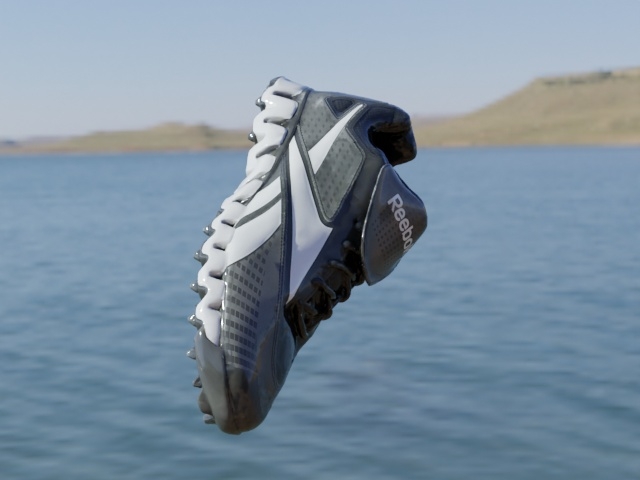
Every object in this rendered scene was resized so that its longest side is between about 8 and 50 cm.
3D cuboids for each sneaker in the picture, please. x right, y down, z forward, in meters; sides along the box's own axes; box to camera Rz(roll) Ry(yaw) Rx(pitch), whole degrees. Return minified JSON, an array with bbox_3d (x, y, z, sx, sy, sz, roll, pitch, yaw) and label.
[{"bbox_3d":[0.000,0.000,0.710,0.106,0.078,0.234,3,48,14],"label":"sneaker"}]
